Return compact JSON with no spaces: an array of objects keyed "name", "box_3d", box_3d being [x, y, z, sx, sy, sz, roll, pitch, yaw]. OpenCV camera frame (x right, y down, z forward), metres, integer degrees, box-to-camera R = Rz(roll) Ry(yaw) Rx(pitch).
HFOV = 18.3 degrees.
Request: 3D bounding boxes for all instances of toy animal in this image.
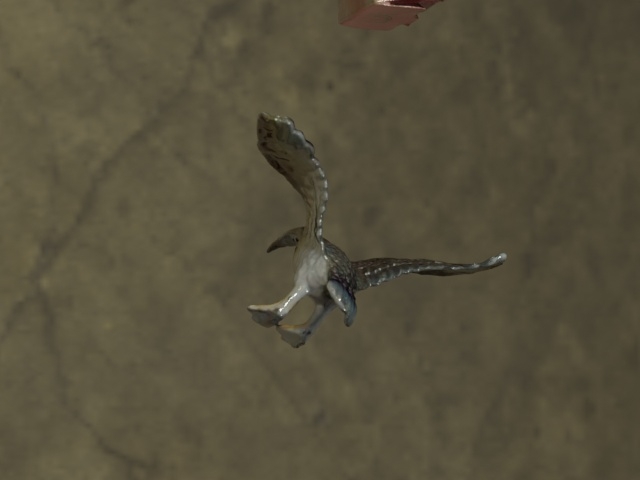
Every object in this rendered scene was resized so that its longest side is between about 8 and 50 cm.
[{"name":"toy animal","box_3d":[-0.009,0.012,1.737,0.272,0.197,0.160,43,53,-24]}]

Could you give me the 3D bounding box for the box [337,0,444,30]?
[{"name":"box","box_3d":[0.046,-0.234,1.445,0.060,0.111,0.156,-6,88,-15]}]
